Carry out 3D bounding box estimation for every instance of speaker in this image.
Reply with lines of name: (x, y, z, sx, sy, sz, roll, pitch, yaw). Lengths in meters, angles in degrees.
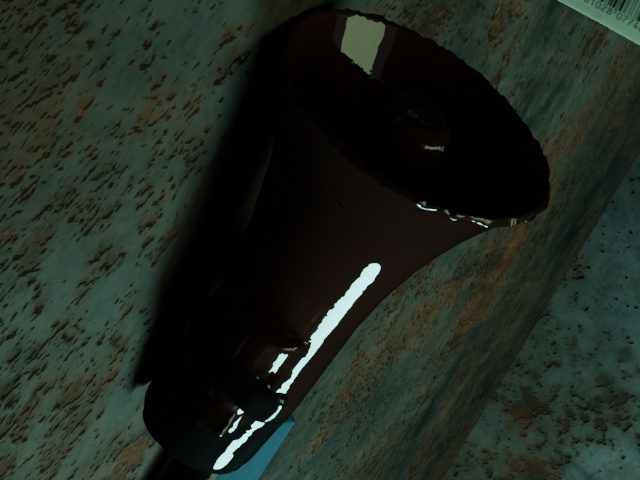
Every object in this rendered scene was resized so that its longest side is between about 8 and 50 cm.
speaker: (-0.014, -0.013, 1.192, 0.329, 0.198, 0.259, -50, -147, 39)

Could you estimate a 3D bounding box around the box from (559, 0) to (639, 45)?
box: (0.335, -0.266, 1.668, 0.256, 0.164, 0.069, -36, 154, -56)

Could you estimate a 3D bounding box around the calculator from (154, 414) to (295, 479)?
calculator: (-0.113, 0.233, 1.462, 0.293, 0.051, 0.173, -58, 167, 4)
